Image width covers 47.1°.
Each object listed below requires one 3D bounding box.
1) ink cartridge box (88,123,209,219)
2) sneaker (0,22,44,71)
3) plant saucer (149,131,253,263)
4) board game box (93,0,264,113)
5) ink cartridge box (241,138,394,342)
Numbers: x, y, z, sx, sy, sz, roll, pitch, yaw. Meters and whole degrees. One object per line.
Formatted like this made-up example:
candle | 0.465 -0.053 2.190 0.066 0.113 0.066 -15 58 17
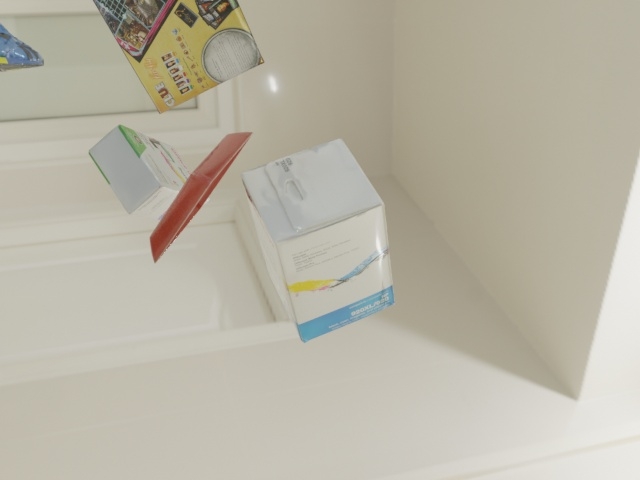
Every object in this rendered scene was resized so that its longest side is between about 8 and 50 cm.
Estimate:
ink cartridge box | -0.433 -0.162 1.891 0.201 0.117 0.278 54 11 13
sneaker | -0.489 -0.303 1.130 0.209 0.069 0.082 -70 150 -79
plant saucer | -0.263 -0.106 1.568 0.259 0.047 0.258 -48 -171 33
board game box | -0.193 -0.301 0.944 0.042 0.165 0.243 61 -3 47
ink cartridge box | 0.000 0.000 1.131 0.233 0.168 0.171 78 -13 -46
